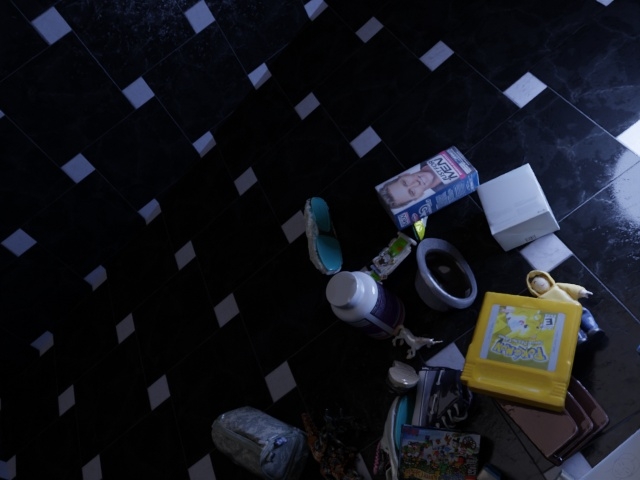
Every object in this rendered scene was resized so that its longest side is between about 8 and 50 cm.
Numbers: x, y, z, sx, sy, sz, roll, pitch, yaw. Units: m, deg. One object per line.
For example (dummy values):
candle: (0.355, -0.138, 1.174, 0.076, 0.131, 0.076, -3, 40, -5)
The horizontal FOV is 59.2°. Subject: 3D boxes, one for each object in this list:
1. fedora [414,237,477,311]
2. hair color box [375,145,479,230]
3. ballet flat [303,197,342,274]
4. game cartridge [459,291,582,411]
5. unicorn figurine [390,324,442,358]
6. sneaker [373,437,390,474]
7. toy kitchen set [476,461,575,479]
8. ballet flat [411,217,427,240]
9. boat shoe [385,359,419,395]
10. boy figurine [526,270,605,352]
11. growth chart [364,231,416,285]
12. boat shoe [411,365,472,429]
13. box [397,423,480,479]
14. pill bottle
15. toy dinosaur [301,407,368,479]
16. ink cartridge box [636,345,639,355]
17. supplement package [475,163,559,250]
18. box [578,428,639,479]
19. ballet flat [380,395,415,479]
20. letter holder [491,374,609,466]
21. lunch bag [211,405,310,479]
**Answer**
fedora: (0.412, 0.138, 1.955, 0.124, 0.244, 0.275, -53, 49, 41)
hair color box: (0.403, -0.200, 2.135, 0.347, 0.105, 0.174, -29, 49, 0)
ballet flat: (0.000, 0.000, 2.391, 0.147, 0.147, 0.408, -27, 49, 22)
game cartridge: (0.580, 0.308, 1.631, 0.285, 0.052, 0.323, 5, 53, 32)
unicorn figurine: (0.322, 0.354, 1.962, 0.162, 0.060, 0.111, 35, 119, 12)
sneaker: (0.211, 0.720, 1.872, 0.057, 0.047, 0.119, 6, 69, 17)
toy kitchen set: (0.579, 0.671, 1.594, 0.207, 0.122, 0.166, 35, 88, 23)
ballet flat: (0.373, -0.103, 2.191, 0.077, 0.077, 0.231, -23, 51, 8)
boat shoe: (0.260, 0.463, 1.842, 0.103, 0.285, 0.092, 18, 91, 7)
boy figurine: (0.743, 0.197, 1.732, 0.177, 0.092, 0.285, -40, 52, 16)
growth chart: (0.265, 0.066, 2.157, 0.237, 0.021, 0.172, -48, 25, -8)
boat shoe: (0.385, 0.556, 1.767, 0.158, 0.127, 0.340, -14, 57, 39)
box: (0.353, 0.646, 1.687, 0.233, 0.044, 0.159, 6, 83, 0)
pill bottle: (0.157, 0.224, 1.992, 0.182, 0.323, 0.181, -17, 56, 28)
toy dinosaur: (0.034, 0.709, 1.942, 0.322, 0.164, 0.218, 31, 102, 22)
ink cartridge box: (0.955, 0.285, 1.401, 0.198, 0.270, 0.197, -54, 45, -1)
supplement package: (0.668, -0.109, 1.917, 0.194, 0.149, 0.203, -25, 53, 24)
box: (0.795, 0.640, 1.390, 0.345, 0.168, 0.215, -45, 47, 8)
ballet flat: (0.254, 0.698, 1.800, 0.139, 0.139, 0.400, -22, 56, 26)
letter holder: (0.639, 0.450, 1.626, 0.214, 0.152, 0.302, -44, 48, 6)
lunch bag: (-0.218, 0.736, 2.030, 0.305, 0.256, 0.212, 11, 73, 39)
